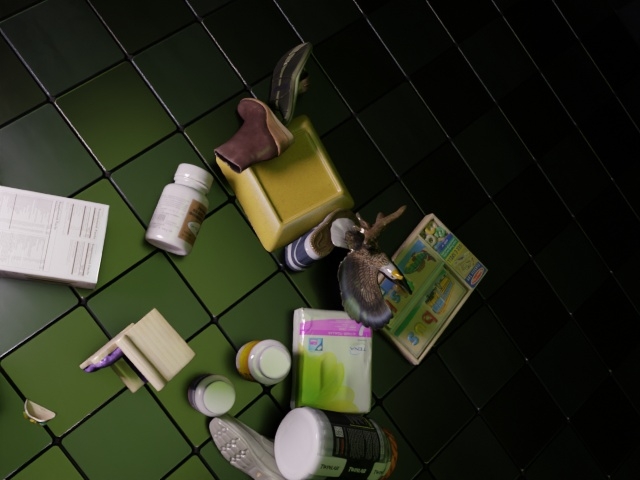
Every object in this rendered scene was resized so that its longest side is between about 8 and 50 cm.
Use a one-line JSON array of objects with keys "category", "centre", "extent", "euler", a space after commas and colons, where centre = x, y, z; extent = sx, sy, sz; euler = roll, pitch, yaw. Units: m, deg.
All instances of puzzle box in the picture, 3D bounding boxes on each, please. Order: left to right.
[{"category": "puzzle box", "centre": [0.322, 0.150, 2.017], "extent": [0.272, 0.052, 0.409], "euler": [44, 69, -9]}]

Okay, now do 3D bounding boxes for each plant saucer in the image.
[{"category": "plant saucer", "centre": [-0.088, -0.185, 1.909], "extent": [0.332, 0.081, 0.333], "euler": [-30, 91, -22]}]

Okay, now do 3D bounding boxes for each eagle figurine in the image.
[{"category": "eagle figurine", "centre": [0.157, 0.076, 1.823], "extent": [0.226, 0.298, 0.225], "euler": [-9, 41, -3]}]

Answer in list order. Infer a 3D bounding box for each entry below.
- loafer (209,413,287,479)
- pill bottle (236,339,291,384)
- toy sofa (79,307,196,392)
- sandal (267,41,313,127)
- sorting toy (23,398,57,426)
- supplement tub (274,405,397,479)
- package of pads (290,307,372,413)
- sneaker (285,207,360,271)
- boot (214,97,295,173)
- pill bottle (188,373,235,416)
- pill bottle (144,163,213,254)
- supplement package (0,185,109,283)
[{"category": "loafer", "centre": [-0.168, 0.580, 1.743], "extent": [0.319, 0.112, 0.111], "euler": [47, 33, -6]}, {"category": "pill bottle", "centre": [-0.150, 0.327, 1.723], "extent": [0.117, 0.215, 0.117], "euler": [4, 79, -19]}, {"category": "toy sofa", "centre": [-0.448, 0.293, 1.542], "extent": [0.177, 0.362, 0.150], "euler": [-43, 97, -28]}, {"category": "sandal", "centre": [-0.087, -0.467, 1.955], "extent": [0.086, 0.120, 0.303], "euler": [27, 72, -43]}, {"category": "sorting toy", "centre": [-0.700, 0.431, 1.576], "extent": [0.083, 0.075, 0.045], "euler": [32, 71, -12]}, {"category": "supplement tub", "centre": [0.049, 0.565, 1.737], "extent": [0.316, 0.193, 0.194], "euler": [21, 73, -36]}, {"category": "package of pads", "centre": [0.037, 0.350, 1.851], "extent": [0.229, 0.101, 0.297], "euler": [6, 80, -18]}, {"category": "sneaker", "centre": [0.000, 0.000, 1.911], "extent": [0.099, 0.153, 0.282], "euler": [55, 38, -2]}, {"category": "boot", "centre": [-0.219, -0.304, 1.822], "extent": [0.206, 0.090, 0.248], "euler": [-32, 56, -26]}, {"category": "pill bottle", "centre": [-0.281, 0.405, 1.679], "extent": [0.107, 0.180, 0.108], "euler": [4, 79, -20]}, {"category": "pill bottle", "centre": [-0.380, -0.086, 1.755], "extent": [0.131, 0.131, 0.229], "euler": [23, 74, -15]}, {"category": "supplement package", "centre": [-0.678, 0.002, 1.592], "extent": [0.262, 0.199, 0.198], "euler": [10, 78, -19]}]
